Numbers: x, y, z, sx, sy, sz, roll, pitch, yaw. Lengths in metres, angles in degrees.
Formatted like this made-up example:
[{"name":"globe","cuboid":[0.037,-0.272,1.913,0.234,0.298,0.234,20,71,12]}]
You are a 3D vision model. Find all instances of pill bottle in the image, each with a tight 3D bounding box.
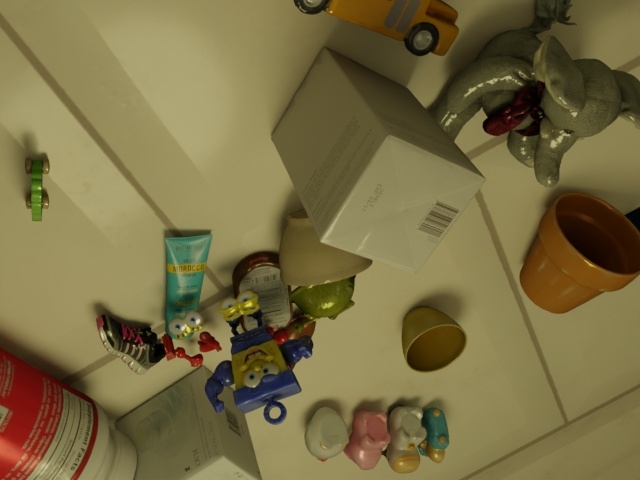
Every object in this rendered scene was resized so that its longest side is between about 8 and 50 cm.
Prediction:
[{"name":"pill bottle","cuboid":[-0.520,0.336,1.250,0.229,0.229,0.407,-37,130,10]}]

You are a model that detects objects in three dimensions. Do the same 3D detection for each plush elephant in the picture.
[{"name":"plush elephant","cuboid":[0.353,-0.208,1.131,0.272,0.255,0.330,9,122,-26]}]

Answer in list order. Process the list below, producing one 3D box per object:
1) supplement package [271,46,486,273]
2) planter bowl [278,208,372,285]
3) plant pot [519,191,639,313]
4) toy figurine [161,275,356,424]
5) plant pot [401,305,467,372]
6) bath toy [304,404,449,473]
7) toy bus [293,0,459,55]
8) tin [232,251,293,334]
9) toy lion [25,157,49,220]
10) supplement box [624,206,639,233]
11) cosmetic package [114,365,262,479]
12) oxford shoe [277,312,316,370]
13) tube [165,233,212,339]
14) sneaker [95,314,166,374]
[{"name":"supplement package","cuboid":[0.071,-0.124,1.067,0.175,0.293,0.177,18,119,-30]},{"name":"planter bowl","cuboid":[0.000,0.000,1.245,0.162,0.162,0.109,-14,102,-10]},{"name":"plant pot","cuboid":[0.495,0.042,1.433,0.205,0.205,0.188,4,140,-23]},{"name":"toy figurine","cuboid":[-0.073,0.215,1.260,0.363,0.217,0.191,-19,145,-3]},{"name":"plant pot","cuboid":[0.221,0.191,1.498,0.134,0.095,0.134,-10,129,-12]},{"name":"bath toy","cuboid":[0.116,0.450,1.649,0.348,0.151,0.129,7,159,-24]},{"name":"toy bus","cuboid":[0.047,-0.365,0.995,0.333,0.108,0.130,12,119,-27]},{"name":"tin","cuboid":[-0.106,0.105,1.351,0.106,0.040,0.189,-10,129,-8]},{"name":"toy lion","cuboid":[-0.413,-0.069,1.061,0.034,0.096,0.100,0,126,-21]},{"name":"supplement box","cuboid":[0.677,-0.020,1.528,0.083,0.056,0.083,-27,131,1]},{"name":"cosmetic package","cuboid":[-0.261,0.407,1.403,0.225,0.224,0.138,-34,131,7]},{"name":"oxford shoe","cuboid":[-0.066,0.233,1.440,0.076,0.076,0.212,19,116,-29]},{"name":"tube","cuboid":[-0.239,0.079,1.278,0.080,0.052,0.207,-7,125,-29]},{"name":"sneaker","cuboid":[-0.334,0.176,1.305,0.075,0.063,0.170,-28,136,3]}]
